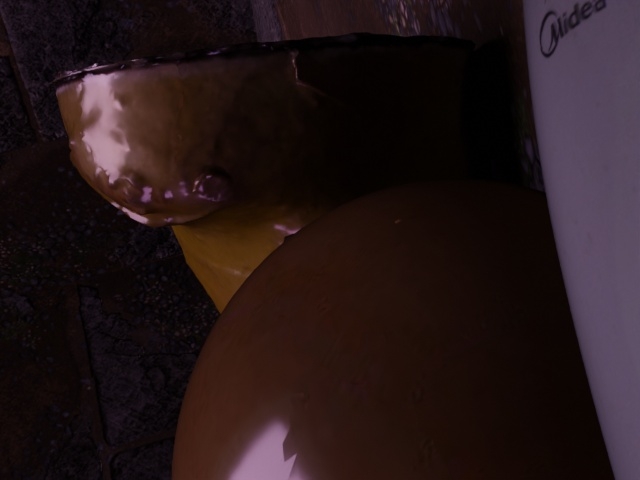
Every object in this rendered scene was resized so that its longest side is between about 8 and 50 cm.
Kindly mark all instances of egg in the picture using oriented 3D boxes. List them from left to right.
[{"bbox_3d":[0.065,0.142,0.788,0.301,0.301,0.374,-111,27,-53],"label":"egg"}]

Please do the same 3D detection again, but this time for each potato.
[{"bbox_3d":[0.000,0.000,1.100,0.397,0.290,0.296,-12,-86,-64],"label":"potato"}]

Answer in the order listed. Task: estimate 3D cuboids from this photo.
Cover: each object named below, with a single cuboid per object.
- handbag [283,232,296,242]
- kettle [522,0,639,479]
[{"bbox_3d":[0.086,0.091,0.995,0.127,0.213,0.235,-90,-9,-61],"label":"handbag"},{"bbox_3d":[0.159,-0.011,0.381,0.221,0.161,0.236,137,123,-64],"label":"kettle"}]
